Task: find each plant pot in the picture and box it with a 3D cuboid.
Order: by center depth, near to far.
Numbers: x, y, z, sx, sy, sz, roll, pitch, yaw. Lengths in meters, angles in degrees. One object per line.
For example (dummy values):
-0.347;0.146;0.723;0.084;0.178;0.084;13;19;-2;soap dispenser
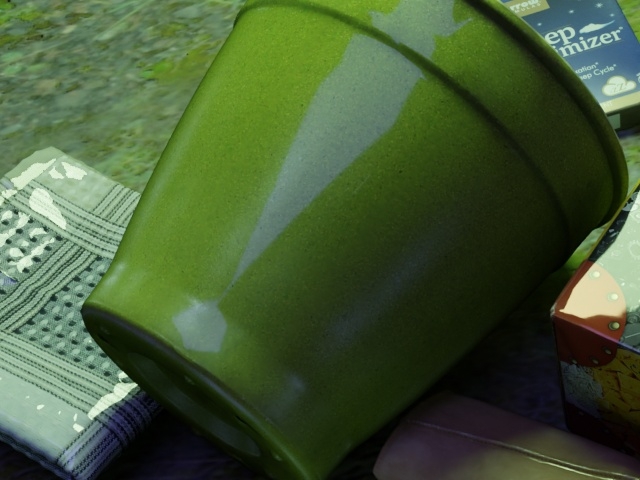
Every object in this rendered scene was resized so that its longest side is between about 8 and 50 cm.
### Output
0.000;0.000;1.207;0.366;0.366;0.353;28;71;31;plant pot

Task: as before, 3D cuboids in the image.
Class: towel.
-0.242;0.048;1.363;0.324;0.056;0.312;25;52;25;towel

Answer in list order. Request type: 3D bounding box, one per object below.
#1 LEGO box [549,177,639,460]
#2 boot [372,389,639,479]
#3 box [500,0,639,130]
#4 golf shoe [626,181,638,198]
0.471;-0.002;1.172;0.372;0.193;0.500;23;62;29;LEGO box
0.157;0.210;1.100;0.269;0.089;0.236;14;22;32;boot
0.245;-0.193;1.483;0.136;0.036;0.225;-17;49;1;box
0.322;-0.067;1.332;0.069;0.086;0.176;24;64;27;golf shoe
